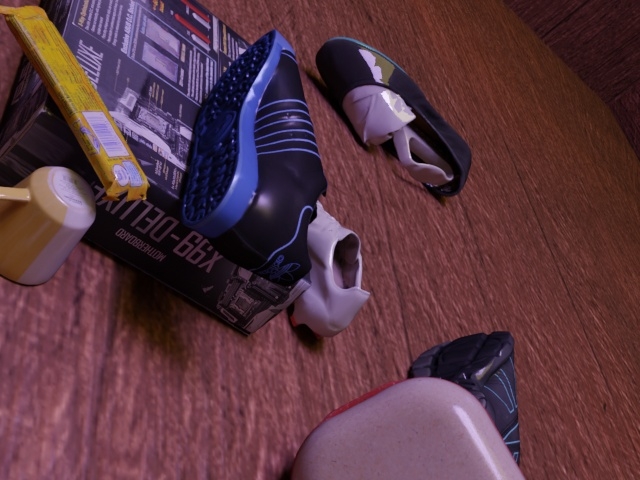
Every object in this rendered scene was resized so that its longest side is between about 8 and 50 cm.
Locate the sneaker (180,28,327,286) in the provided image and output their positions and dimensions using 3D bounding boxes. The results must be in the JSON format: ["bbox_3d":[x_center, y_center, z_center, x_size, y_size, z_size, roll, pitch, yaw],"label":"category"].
[{"bbox_3d":[-0.039,-0.064,0.694,0.090,0.081,0.232,41,36,-28],"label":"sneaker"}]

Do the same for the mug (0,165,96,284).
[{"bbox_3d":[-0.178,-0.012,0.587,0.062,0.064,0.078,50,26,-4],"label":"mug"}]

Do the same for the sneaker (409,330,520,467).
[{"bbox_3d":[0.133,0.165,0.858,0.106,0.101,0.267,70,23,-11],"label":"sneaker"}]

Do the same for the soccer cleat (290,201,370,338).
[{"bbox_3d":[0.000,0.000,0.846,0.068,0.076,0.196,28,34,-39],"label":"soccer cleat"}]

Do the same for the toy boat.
[{"bbox_3d":[0.083,0.220,0.659,0.231,0.151,0.151,63,-1,23],"label":"toy boat"}]

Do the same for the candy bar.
[{"bbox_3d":[-0.159,-0.092,0.602,0.040,0.018,0.161,-14,68,-57],"label":"candy bar"}]

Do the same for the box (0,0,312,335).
[{"bbox_3d":[-0.125,-0.102,0.776,0.242,0.076,0.307,34,31,-31],"label":"box"}]

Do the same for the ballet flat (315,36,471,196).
[{"bbox_3d":[0.103,-0.149,1.198,0.280,0.095,0.096,34,42,-31],"label":"ballet flat"}]
